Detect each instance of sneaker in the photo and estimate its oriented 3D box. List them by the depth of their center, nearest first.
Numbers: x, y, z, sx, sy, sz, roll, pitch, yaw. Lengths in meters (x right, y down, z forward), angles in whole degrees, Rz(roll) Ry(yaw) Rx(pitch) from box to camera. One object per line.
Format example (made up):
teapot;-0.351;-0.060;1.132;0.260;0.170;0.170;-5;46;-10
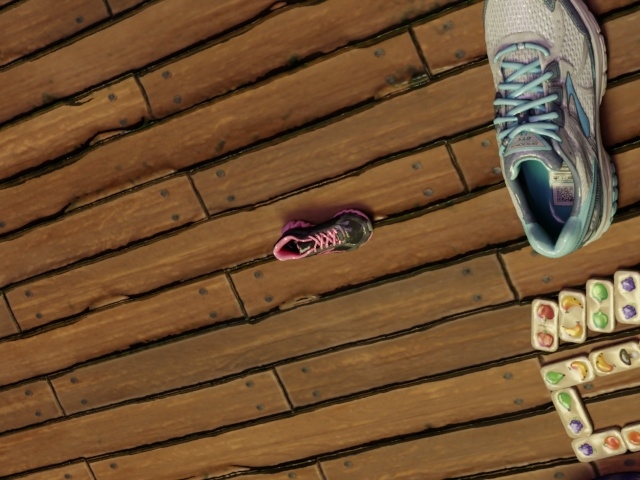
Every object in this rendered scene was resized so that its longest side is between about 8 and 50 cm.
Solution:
sneaker;0.214;-0.117;1.363;0.110;0.122;0.283;-9;107;30
sneaker;0.000;0.000;1.567;0.119;0.057;0.047;-13;103;30

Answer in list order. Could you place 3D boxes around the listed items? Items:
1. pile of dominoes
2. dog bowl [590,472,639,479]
pile of dominoes;0.330;0.122;1.456;0.251;0.040;0.196;-20;101;33
dog bowl;0.340;0.383;1.525;0.264;0.104;0.265;11;115;23
